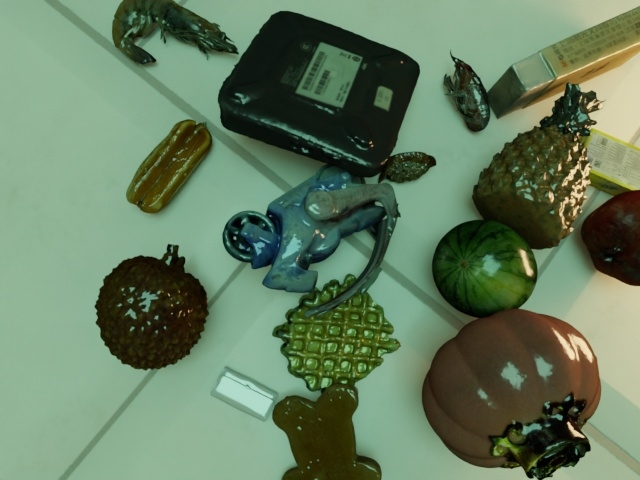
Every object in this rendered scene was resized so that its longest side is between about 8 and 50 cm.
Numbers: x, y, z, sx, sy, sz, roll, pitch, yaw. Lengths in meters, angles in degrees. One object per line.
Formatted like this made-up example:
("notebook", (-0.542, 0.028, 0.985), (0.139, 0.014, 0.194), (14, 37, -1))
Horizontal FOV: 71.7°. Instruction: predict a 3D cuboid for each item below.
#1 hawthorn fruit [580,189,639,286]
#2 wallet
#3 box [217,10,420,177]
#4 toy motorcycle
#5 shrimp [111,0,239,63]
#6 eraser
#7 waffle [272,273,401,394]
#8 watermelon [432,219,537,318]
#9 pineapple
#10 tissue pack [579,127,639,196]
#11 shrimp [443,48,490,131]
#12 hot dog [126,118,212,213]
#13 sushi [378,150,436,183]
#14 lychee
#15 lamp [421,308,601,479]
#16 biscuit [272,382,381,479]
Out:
("hawthorn fruit", (0.638, -0.017, 0.885), (0.202, 0.185, 0.185), (-34, 83, -20))
("wallet", (-0.149, 0.302, 0.869), (0.122, 0.025, 0.061), (26, 74, 3))
("box", (0.008, -0.309, 0.896), (0.350, 0.091, 0.359), (19, 59, 3))
("toy motorcycle", (0.003, -0.010, 0.821), (0.319, 0.182, 0.241), (-33, 56, -19))
("shrimp", (-0.330, -0.444, 0.977), (0.295, 0.058, 0.169), (29, 88, 6))
("eraser", (0.539, -0.380, 0.951), (0.343, 0.144, 0.078), (-25, 84, -5))
("waffle", (0.025, 0.189, 0.878), (0.223, 0.054, 0.204), (-38, 95, -7))
("watermelon", (0.316, 0.057, 0.854), (0.187, 0.214, 0.188), (-9, 74, 37))
("pineapple", (0.459, -0.163, 0.884), (0.202, 0.202, 0.362), (36, 77, 4))
("tissue pack", (0.634, -0.158, 0.957), (0.175, 0.062, 0.095), (24, 82, 1))
("shrimp", (0.320, -0.330, 0.973), (0.074, 0.073, 0.190), (-26, 92, -49))
("hot dog", (-0.308, -0.160, 0.922), (0.092, 0.062, 0.236), (39, 75, -11))
("sushi", (0.182, -0.153, 0.946), (0.120, 0.052, 0.055), (-7, 66, -5))
("lychee", (-0.304, 0.120, 0.813), (0.200, 0.200, 0.239), (20, 92, 1))
("lamp", (0.330, 0.269, 0.755), (0.305, 0.306, 0.240), (-15, 37, -5))
("biscuit", (0.015, 0.426, 0.828), (0.196, 0.049, 0.302), (-16, 85, 15))
